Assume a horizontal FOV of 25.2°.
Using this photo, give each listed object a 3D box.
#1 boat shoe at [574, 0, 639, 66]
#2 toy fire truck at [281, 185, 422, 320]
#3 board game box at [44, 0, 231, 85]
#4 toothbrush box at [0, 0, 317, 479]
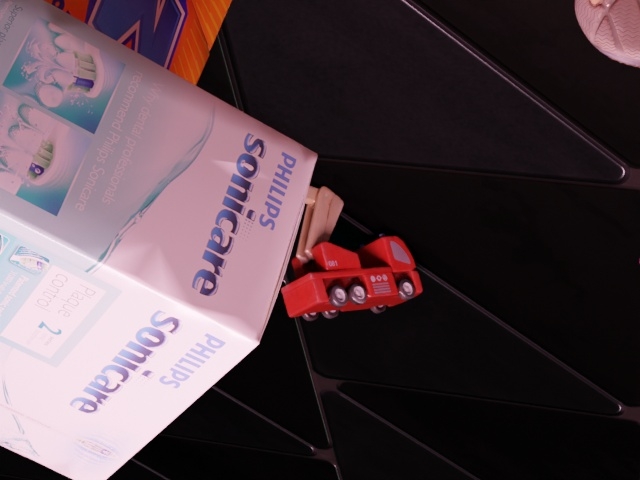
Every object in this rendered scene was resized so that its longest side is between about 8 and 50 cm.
[{"bbox_3d":[0.331,-0.153,0.910,0.325,0.123,0.116,5,173,19],"label":"boat shoe"},{"bbox_3d":[0.000,0.000,1.275,0.192,0.135,0.047,-4,163,-43],"label":"toy fire truck"},{"bbox_3d":[-0.276,-0.244,0.865,0.356,0.356,0.356,3,141,19],"label":"board game box"},{"bbox_3d":[-0.185,-0.018,0.715,0.296,0.126,0.216,28,142,-16],"label":"toothbrush box"}]
